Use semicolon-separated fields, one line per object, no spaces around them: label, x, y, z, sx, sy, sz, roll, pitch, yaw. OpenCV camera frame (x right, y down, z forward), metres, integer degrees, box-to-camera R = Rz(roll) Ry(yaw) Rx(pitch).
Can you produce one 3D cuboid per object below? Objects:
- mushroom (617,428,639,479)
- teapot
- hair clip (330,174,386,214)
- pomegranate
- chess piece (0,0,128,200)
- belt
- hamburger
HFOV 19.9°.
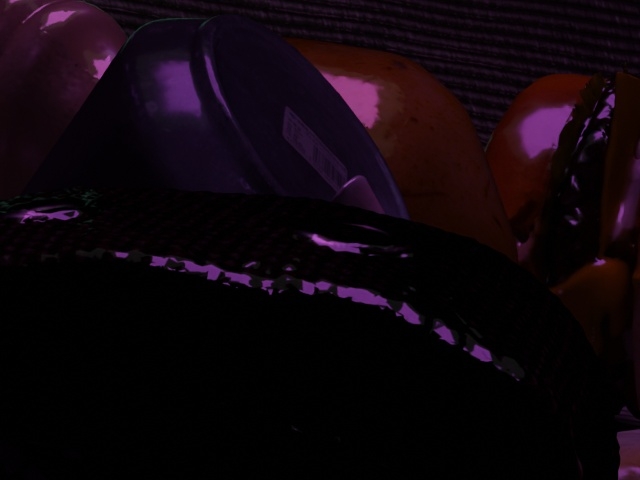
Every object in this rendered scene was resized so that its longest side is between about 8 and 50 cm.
mushroom;0.266;0.138;1.018;0.312;0.081;0.100;5;1;-24
teapot;-0.074;0.031;0.820;0.203;0.225;0.171;47;23;-16
hair clip;0.037;0.075;0.735;0.072;0.226;0.034;23;45;34
pomegranate;0.000;0.000;1.126;0.264;0.264;0.264;9;6;-1
chess piece;-0.052;-0.011;0.942;0.307;0.139;0.124;30;10;24
belt;-0.041;0.073;0.645;0.289;0.184;0.164;10;16;11
hamburger;0.239;0.013;1.270;0.225;0.291;0.291;7;4;28
